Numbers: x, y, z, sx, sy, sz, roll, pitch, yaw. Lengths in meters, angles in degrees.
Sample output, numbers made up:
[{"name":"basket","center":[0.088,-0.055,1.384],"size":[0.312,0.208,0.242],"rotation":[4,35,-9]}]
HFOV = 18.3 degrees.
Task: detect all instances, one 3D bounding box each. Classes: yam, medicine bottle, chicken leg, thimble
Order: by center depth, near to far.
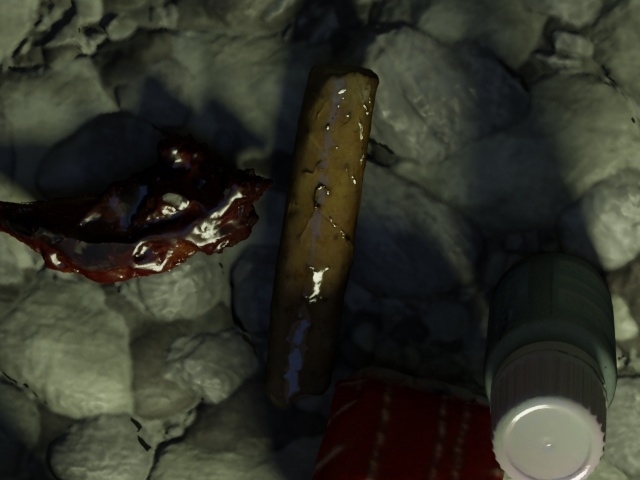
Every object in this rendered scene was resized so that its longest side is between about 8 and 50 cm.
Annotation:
[{"name":"medicine bottle","center":[0.140,0.078,1.220],"size":[0.083,0.203,0.083],"rotation":[3,110,7]},{"name":"yam","center":[0.000,0.000,1.287],"size":[0.056,0.057,0.241],"rotation":[11,111,3]},{"name":"thimble","center":[0.051,0.190,1.298],"size":[0.125,0.163,0.190],"rotation":[13,106,4]},{"name":"chicken leg","center":[-0.136,-0.016,1.302],"size":[0.219,0.048,0.089],"rotation":[-12,107,12]}]
